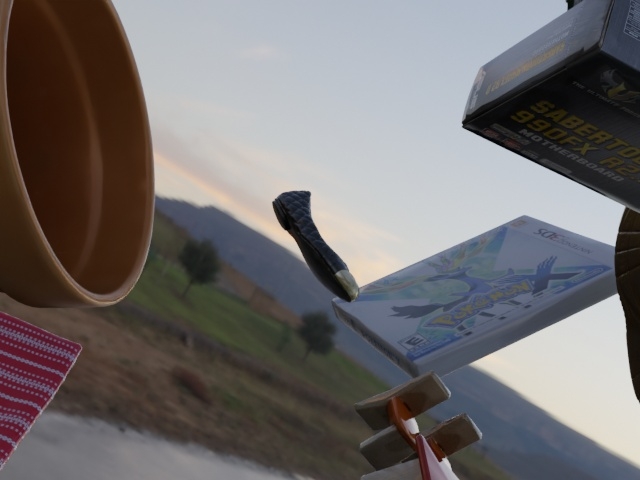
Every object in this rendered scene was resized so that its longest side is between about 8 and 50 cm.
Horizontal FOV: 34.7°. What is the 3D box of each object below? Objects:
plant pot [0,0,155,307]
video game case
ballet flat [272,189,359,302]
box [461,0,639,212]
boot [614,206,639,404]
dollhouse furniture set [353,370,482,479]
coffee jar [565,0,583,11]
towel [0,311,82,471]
[{"bbox_3d":[-0.282,-0.082,0.843,0.204,0.290,0.291,-6,-14,10],"label":"plant pot"},{"bbox_3d":[0.211,0.065,1.357,0.300,0.329,0.036,32,-37,68],"label":"video game case"},{"bbox_3d":[0.000,0.000,1.108,0.173,0.049,0.057,56,-16,39],"label":"ballet flat"},{"bbox_3d":[0.244,-0.080,0.728,0.231,0.056,0.183,23,-15,-16],"label":"box"},{"bbox_3d":[0.452,0.062,1.171,0.203,0.262,0.095,0,-10,-18],"label":"boot"},{"bbox_3d":[0.154,0.282,0.958,0.259,0.135,0.262,52,18,-33],"label":"dollhouse furniture set"},{"bbox_3d":[0.294,-0.182,0.814,0.184,0.079,0.096,9,-2,21],"label":"coffee jar"},{"bbox_3d":[-0.391,0.152,1.071,0.199,0.031,0.275,24,31,-1],"label":"towel"}]
